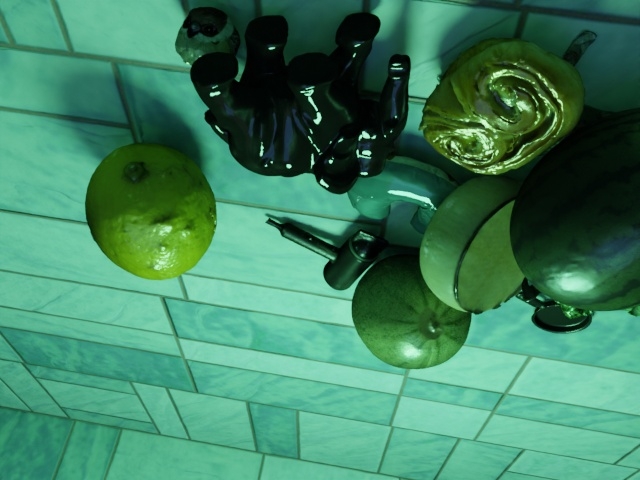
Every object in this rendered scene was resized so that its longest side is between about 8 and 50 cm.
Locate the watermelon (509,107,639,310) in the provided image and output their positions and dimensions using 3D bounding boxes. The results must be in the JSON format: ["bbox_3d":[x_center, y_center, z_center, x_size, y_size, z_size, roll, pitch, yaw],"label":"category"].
[{"bbox_3d":[0.445,-0.035,1.047,0.278,0.279,0.359,27,130,-22],"label":"watermelon"}]

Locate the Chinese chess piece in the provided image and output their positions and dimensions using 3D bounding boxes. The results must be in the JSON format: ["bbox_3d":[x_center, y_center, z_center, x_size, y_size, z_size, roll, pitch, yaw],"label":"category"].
[{"bbox_3d":[0.299,0.008,1.238,0.104,0.257,0.257,39,171,45],"label":"Chinese chess piece"}]

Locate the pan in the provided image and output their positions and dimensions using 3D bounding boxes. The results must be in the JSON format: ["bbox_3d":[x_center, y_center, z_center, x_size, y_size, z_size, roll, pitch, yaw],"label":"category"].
[{"bbox_3d":[0.531,0.159,1.585,0.235,0.028,0.136,29,142,-31],"label":"pan"}]

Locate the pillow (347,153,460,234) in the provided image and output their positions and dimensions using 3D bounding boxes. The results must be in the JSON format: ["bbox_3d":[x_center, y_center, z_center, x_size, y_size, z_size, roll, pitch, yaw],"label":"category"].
[{"bbox_3d":[0.161,-0.079,1.295,0.233,0.086,0.214,15,152,-2],"label":"pillow"}]

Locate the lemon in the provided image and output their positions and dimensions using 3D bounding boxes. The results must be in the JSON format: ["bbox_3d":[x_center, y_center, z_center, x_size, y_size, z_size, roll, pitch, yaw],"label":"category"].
[{"bbox_3d":[-0.326,-0.054,1.330,0.260,0.261,0.284,-6,139,24],"label":"lemon"}]

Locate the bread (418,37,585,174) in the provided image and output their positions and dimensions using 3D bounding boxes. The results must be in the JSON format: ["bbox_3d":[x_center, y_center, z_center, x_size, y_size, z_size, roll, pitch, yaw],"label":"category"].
[{"bbox_3d":[0.273,-0.200,1.025,0.198,0.120,0.236,28,143,-20],"label":"bread"}]

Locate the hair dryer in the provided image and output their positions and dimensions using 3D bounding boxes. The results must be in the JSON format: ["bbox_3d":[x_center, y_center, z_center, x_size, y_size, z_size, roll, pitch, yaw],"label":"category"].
[{"bbox_3d":[0.000,0.000,1.483,0.248,0.078,0.196,25,144,-10],"label":"hair dryer"}]

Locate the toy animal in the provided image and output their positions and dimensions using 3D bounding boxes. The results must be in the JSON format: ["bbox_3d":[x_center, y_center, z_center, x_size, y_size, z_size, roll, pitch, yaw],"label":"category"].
[{"bbox_3d":[-0.163,-0.312,1.058,0.098,0.137,0.098,5,103,25],"label":"toy animal"}]

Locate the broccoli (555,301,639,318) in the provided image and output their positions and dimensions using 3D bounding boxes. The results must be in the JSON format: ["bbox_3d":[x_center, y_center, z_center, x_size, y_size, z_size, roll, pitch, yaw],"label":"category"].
[{"bbox_3d":[0.546,0.046,1.247,0.269,0.242,0.262,-12,129,-15],"label":"broccoli"}]

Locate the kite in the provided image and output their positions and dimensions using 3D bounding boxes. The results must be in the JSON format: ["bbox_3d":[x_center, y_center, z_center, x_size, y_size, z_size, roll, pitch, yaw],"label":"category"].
[{"bbox_3d":[0.346,-0.215,1.097,0.335,0.012,0.314,12,147,-2],"label":"kite"}]

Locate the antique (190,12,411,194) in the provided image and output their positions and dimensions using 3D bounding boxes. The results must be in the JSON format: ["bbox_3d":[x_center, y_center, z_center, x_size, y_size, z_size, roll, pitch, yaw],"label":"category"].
[{"bbox_3d":[-0.020,-0.205,1.067,0.322,0.185,0.255,-2,142,6],"label":"antique"}]

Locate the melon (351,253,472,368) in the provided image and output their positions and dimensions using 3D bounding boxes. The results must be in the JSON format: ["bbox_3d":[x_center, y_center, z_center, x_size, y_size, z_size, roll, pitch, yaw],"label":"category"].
[{"bbox_3d":[0.193,0.151,1.441,0.248,0.249,0.329,15,-175,-6],"label":"melon"}]
